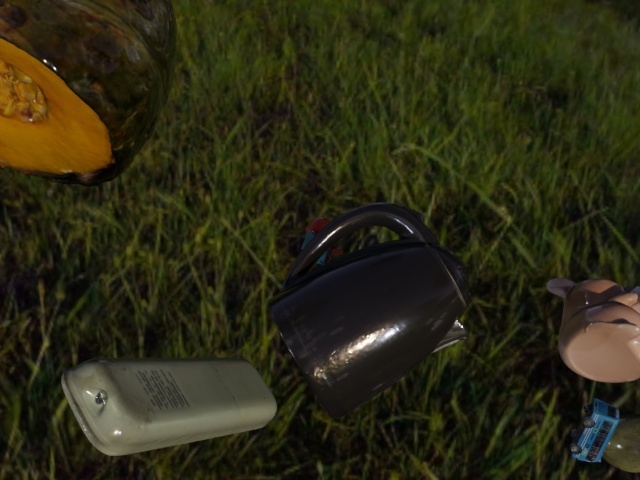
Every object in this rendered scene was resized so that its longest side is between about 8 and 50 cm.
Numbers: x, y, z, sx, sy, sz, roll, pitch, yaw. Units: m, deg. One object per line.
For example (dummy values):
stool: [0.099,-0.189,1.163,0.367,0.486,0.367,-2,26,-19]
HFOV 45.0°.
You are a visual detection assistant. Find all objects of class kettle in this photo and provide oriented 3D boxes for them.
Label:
kettle: [0.076,0.083,1.180,0.290,0.207,0.268,-32,73,2]

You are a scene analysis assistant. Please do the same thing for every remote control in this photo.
remote control: [-0.127,0.150,0.748,0.090,0.038,0.309,54,13,19]

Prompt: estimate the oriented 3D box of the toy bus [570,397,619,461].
toy bus: [0.366,0.256,1.034,0.046,0.083,0.038,19,28,11]

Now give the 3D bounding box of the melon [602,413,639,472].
melon: [0.535,0.343,1.307,0.130,0.098,0.098,-9,25,4]

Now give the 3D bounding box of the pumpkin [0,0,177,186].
pumpkin: [-0.307,-0.213,0.945,0.256,0.226,0.303,34,-26,-29]

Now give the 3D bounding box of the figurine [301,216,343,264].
figurine: [0.000,0.000,1.638,0.075,0.068,0.140,13,27,-16]

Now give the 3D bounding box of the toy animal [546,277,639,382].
toy animal: [0.598,0.171,1.627,0.195,0.213,0.256,47,38,-8]
